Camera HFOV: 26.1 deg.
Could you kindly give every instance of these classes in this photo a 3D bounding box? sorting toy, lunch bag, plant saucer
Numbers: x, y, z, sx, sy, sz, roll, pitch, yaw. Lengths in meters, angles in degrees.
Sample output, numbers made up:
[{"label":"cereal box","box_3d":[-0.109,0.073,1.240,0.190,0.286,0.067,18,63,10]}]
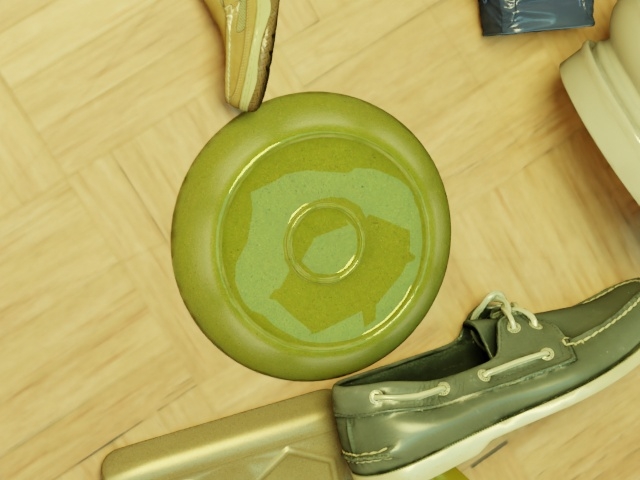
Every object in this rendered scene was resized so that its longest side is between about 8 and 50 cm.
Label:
[{"label":"sorting toy","box_3d":[-0.009,0.246,1.150,0.307,0.041,0.229,-15,101,-14]},{"label":"lunch bag","box_3d":[0.172,-0.203,1.130,0.098,0.067,0.065,-7,99,-14]},{"label":"plant saucer","box_3d":[0.000,0.000,1.123,0.240,0.037,0.241,-2,97,-16]}]

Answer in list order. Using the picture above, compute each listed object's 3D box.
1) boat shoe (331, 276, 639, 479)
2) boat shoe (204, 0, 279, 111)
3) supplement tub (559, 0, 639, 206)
[{"label":"boat shoe","box_3d":[0.152,0.095,1.137,0.319,0.116,0.099,-27,97,-15]},{"label":"boat shoe","box_3d":[-0.066,-0.195,1.071,0.072,0.068,0.190,6,86,-5]},{"label":"supplement tub","box_3d":[0.367,-0.149,1.065,0.316,0.228,0.228,-35,107,19]}]
